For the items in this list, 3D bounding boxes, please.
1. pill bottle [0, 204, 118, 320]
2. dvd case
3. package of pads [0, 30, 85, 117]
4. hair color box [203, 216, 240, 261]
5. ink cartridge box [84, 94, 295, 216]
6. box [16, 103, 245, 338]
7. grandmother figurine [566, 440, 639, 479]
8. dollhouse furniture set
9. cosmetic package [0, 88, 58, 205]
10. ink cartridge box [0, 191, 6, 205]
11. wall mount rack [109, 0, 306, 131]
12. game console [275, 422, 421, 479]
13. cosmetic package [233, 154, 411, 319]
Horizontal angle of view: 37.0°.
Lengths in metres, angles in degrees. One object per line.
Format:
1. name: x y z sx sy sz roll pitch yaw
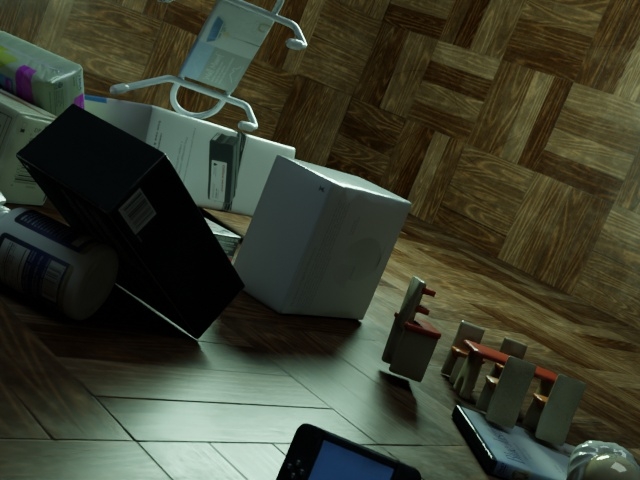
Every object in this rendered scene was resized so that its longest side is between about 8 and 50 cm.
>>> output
1. pill bottle: -0.329 0.018 1.112 0.169 0.094 0.094 25 9 14
2. dvd case: 0.306 0.291 1.240 0.253 0.022 0.180 20 9 -10
3. package of pads: -0.541 -0.237 1.698 0.297 0.229 0.101 27 40 27
4. hair color box: -0.234 -0.018 1.683 0.167 0.053 0.093 26 8 36
5. ink cartridge box: -0.288 -0.160 1.890 0.285 0.166 0.395 14 2 39
6. box: -0.225 -0.020 1.169 0.184 0.103 0.261 26 -25 34
7. grandmother figurine: 0.348 0.310 0.995 0.208 0.104 0.342 29 10 -13
8. dollhouse furniture set: 0.233 0.162 1.382 0.259 0.135 0.262 21 3 -7
9. cosmetic package: -0.567 -0.182 1.552 0.296 0.153 0.129 28 10 25
10. ink cartridge box: -0.489 -0.074 1.121 0.153 0.087 0.208 52 12 2
11. wall mount rack: -0.207 -0.341 1.745 0.304 0.350 0.130 14 37 -30
12. game console: 0.020 0.223 0.824 0.122 0.107 0.071 23 -19 3
13. cosmetic package: 0.000 0.000 1.578 0.138 0.224 0.225 29 11 36
